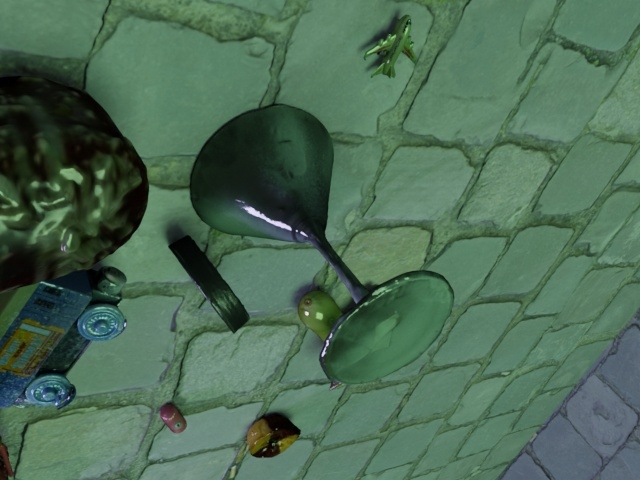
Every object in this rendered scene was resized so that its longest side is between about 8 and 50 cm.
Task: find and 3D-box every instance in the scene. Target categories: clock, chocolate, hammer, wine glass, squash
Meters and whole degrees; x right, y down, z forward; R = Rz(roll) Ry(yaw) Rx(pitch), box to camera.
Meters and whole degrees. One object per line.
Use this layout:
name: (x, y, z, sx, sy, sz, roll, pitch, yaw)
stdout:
clock: (-0.184, 0.072, 1.082, 0.040, 0.184, 0.184, -37, 141, -11)
chocolate: (-0.357, -0.053, 0.759, 0.340, 0.210, 0.225, -21, 129, -33)
hammer: (-0.316, 0.386, 1.402, 0.043, 0.043, 0.083, -27, 138, -12)
wine glass: (0.000, 0.000, 0.976, 0.267, 0.406, 0.267, -21, 136, -21)
squash: (0.014, 0.185, 1.424, 0.083, 0.083, 0.250, -34, 144, -4)

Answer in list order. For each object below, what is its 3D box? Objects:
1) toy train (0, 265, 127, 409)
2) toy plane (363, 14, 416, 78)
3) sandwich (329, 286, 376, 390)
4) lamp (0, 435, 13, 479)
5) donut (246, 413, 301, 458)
toy train: (-0.443, 0.139, 1.007, 0.202, 0.131, 0.299, 26, 110, -40)
toy plane: (0.118, -0.310, 1.040, 0.102, 0.040, 0.111, -8, 132, -33)
sandwich: (0.109, 0.230, 1.450, 0.094, 0.096, 0.258, 29, 83, -59)
lamp: (-0.602, 0.355, 1.105, 0.118, 0.118, 0.253, -14, 136, -26)
donut: (-0.121, 0.491, 1.637, 0.140, 0.059, 0.140, -21, 139, -20)
